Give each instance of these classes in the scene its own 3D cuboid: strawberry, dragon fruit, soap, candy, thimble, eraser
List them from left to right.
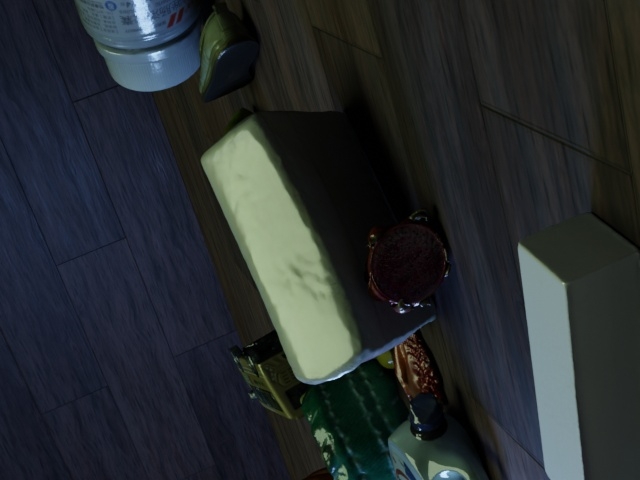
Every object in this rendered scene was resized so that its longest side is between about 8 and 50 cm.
[{"bbox_3d":[-0.003,0.001,1.452,0.145,0.208,0.359,-30,81,34],"label":"candy"},{"bbox_3d":[0.086,0.352,1.830,0.254,0.167,0.288,-124,9,-76],"label":"thimble"},{"bbox_3d":[0.094,0.163,1.777,0.140,0.045,0.089,-150,38,-73],"label":"soap"},{"bbox_3d":[0.105,0.025,1.350,0.068,0.112,0.126,-103,-7,-75],"label":"dragon fruit"},{"bbox_3d":[0.143,0.196,1.628,0.152,0.048,0.104,65,165,-5],"label":"strawberry"},{"bbox_3d":[0.245,0.122,0.980,0.078,0.076,0.298,-129,19,-53],"label":"eraser"}]

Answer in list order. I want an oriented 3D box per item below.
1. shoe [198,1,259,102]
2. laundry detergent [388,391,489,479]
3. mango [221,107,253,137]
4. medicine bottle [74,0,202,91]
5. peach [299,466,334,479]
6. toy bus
[{"bbox_3d":[-0.176,-0.332,1.929,0.098,0.103,0.275,66,162,10],"label":"shoe"},{"bbox_3d":[0.187,0.349,1.576,0.215,0.105,0.281,37,146,50],"label":"laundry detergent"},{"bbox_3d":[-0.133,-0.170,2.013,0.125,0.111,0.233,97,162,-45],"label":"mango"},{"bbox_3d":[-0.350,-0.467,2.074,0.245,0.245,0.306,58,165,37],"label":"medicine bottle"},{"bbox_3d":[0.055,0.611,2.108,0.406,0.310,0.335,42,168,13],"label":"peach"},{"bbox_3d":[-0.082,0.301,2.487,0.202,0.176,0.365,62,167,-4],"label":"toy bus"}]
